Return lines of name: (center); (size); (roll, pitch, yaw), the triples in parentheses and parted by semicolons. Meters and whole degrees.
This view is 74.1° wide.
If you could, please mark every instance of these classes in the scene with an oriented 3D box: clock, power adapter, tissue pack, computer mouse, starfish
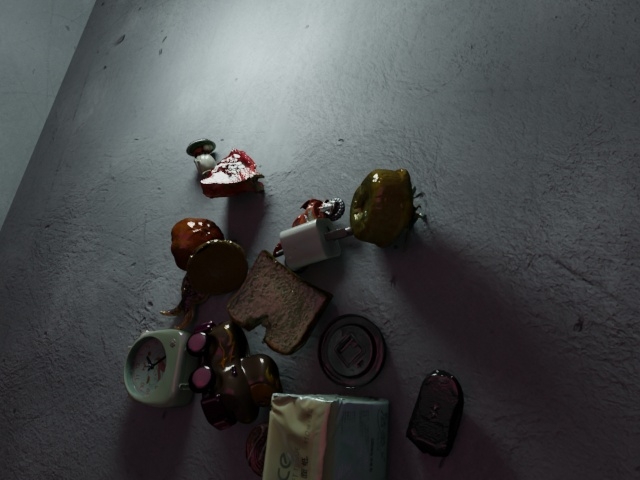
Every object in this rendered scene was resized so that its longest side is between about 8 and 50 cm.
clock: (-0.600, 0.461, 1.554); (0.323, 0.108, 0.266); (-5, 71, 28)
power adapter: (0.000, 0.000, 1.279); (0.204, 0.130, 0.125); (-18, 85, 26)
tissue pack: (0.017, 0.592, 1.041); (0.205, 0.331, 0.406); (-5, 70, 31)
computer mouse: (0.299, 0.442, 1.092); (0.121, 0.073, 0.217); (17, 87, 34)
clock: (0.093, 0.329, 1.264); (0.214, 0.042, 0.215); (-10, 67, 25)
starfish: (-0.511, 0.228, 1.620); (0.215, 0.071, 0.238); (-19, 54, 27)

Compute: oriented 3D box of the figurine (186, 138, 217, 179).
figurine: (-0.484, -0.333, 1.783); (0.132, 0.132, 0.154); (-26, 75, 18)

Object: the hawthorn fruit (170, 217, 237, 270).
hawthorn fruit: (-0.429, 0.010, 1.587); (0.243, 0.207, 0.208); (-5, 67, -2)

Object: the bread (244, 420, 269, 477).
bread: (-0.149, 0.621, 1.271); (0.160, 0.073, 0.161); (-10, 67, 26)

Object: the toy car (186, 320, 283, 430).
toy car: (-0.260, 0.399, 1.326); (0.240, 0.271, 0.341); (-18, 54, -5)

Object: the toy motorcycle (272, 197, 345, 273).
toy motorcycle: (-0.037, -0.031, 1.437); (0.171, 0.089, 0.298); (37, 93, 34)

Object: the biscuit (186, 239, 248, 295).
biscuit: (-0.366, 0.098, 1.515); (0.226, 0.226, 0.042); (-49, 26, 5)

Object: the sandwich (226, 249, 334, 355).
sandwich: (-0.133, 0.204, 1.331); (0.273, 0.095, 0.249); (33, 83, 9)

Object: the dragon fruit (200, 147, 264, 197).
dragon fruit: (-0.317, -0.225, 1.633); (0.211, 0.134, 0.262); (14, 43, 18)

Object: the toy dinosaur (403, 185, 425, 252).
toy dinosaur: (0.267, -0.063, 1.273); (0.044, 0.106, 0.188); (22, 83, 30)

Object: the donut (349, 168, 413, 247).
donut: (0.175, -0.093, 1.251); (0.128, 0.261, 0.209); (8, 63, -13)
